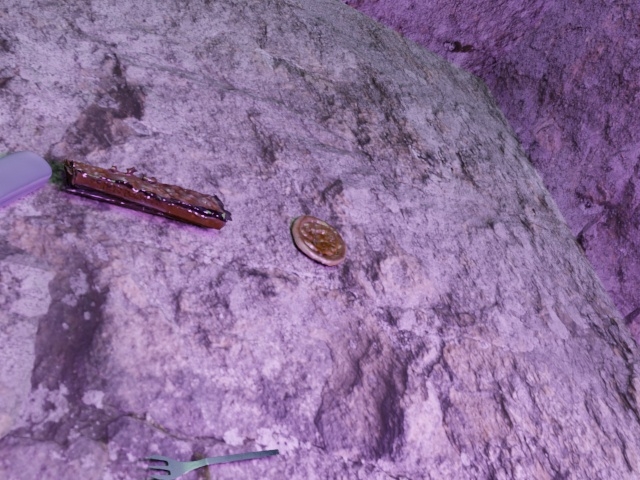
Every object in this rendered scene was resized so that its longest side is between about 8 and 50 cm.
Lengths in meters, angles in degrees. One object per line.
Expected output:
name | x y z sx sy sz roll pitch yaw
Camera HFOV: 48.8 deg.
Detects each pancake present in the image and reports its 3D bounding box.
pancake | 0.000 0.001 1.598 0.151 0.025 0.152 28 34 -21

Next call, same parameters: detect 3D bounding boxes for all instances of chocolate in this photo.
chocolate | -0.324 -0.084 1.331 0.329 0.065 0.102 16 22 -35

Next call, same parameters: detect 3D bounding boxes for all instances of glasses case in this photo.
glasses case | -0.517 -0.099 1.158 0.067 0.045 0.178 42 34 0

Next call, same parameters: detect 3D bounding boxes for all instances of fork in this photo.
fork | -0.157 0.334 1.061 0.235 0.021 0.039 10 49 -42
